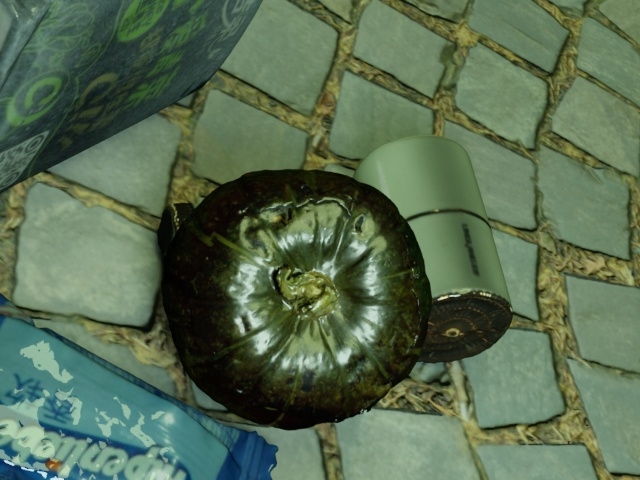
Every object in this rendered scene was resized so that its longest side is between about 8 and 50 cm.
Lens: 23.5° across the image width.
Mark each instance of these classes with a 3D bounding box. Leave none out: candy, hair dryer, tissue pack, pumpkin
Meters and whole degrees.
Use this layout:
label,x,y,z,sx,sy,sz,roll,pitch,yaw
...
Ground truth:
label,x,y,z,sx,sy,sz,roll,pitch,yaw
candy,-0.181,0.161,1.238,0.331,0.077,0.187,30,50,-15
hair dryer,0.000,0.000,1.481,0.361,0.128,0.203,4,53,-22
tissue pack,-0.206,-0.189,1.360,0.124,0.288,0.394,46,43,9
pumpkin,-0.020,0.051,1.331,0.238,0.238,0.159,36,2,-3
